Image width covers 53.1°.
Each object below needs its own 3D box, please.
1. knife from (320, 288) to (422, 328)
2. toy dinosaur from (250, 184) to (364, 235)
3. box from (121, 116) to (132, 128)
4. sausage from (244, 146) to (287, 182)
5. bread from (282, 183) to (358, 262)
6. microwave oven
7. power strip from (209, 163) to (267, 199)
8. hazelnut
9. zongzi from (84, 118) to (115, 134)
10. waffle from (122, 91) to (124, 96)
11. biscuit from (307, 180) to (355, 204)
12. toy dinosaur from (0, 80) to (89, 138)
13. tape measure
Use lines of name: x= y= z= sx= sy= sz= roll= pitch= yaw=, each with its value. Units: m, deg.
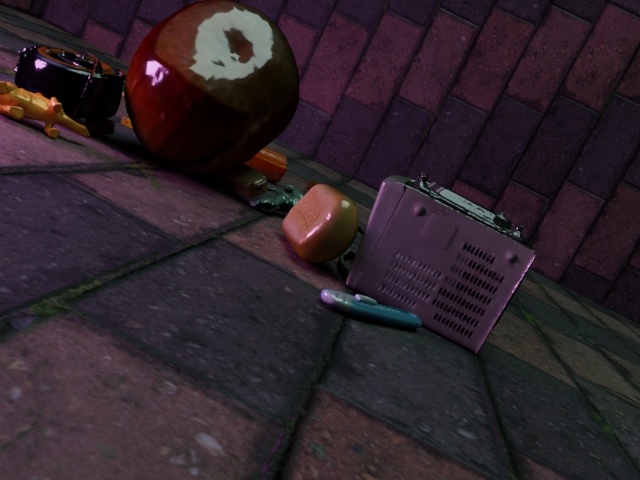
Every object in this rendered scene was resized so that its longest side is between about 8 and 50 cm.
knife: x=0.090 y=0.112 z=1.060 sx=0.222 sy=0.031 sz=0.064 roll=19 pitch=9 yaw=-38
toy dinosaur: x=-0.025 y=-0.081 z=1.588 sx=0.383 sy=0.076 sz=0.129 roll=8 pitch=30 yaw=-39
box: x=-0.446 y=-0.288 z=1.709 sx=0.155 sy=0.023 sz=0.087 roll=26 pitch=13 yaw=-5
sausage: x=-0.249 y=-0.264 z=1.885 sx=0.312 sy=0.093 sz=0.093 roll=21 pitch=12 yaw=-29
bread: x=0.006 y=-0.028 z=1.244 sx=0.098 sy=0.147 sz=0.217 roll=46 pitch=4 yaw=-20
microwave oven: x=0.238 y=0.010 z=1.329 sx=0.333 sy=0.247 sz=0.394 roll=26 pitch=10 yaw=5
power strip: x=-0.222 y=-0.166 z=1.525 sx=0.064 sy=0.044 sz=0.305 roll=-29 pitch=42 yaw=-32
hazelnut: x=-0.239 y=-0.332 z=1.450 sx=0.359 sy=0.409 sz=0.359 roll=34 pitch=-29 yaw=22
zongzi: x=-0.502 y=-0.252 z=1.393 sx=0.076 sy=0.040 sz=0.083 roll=24 pitch=26 yaw=21
waffle: x=-0.659 y=-0.495 z=2.203 sx=0.078 sy=0.016 sz=0.085 roll=28 pitch=10 yaw=6
biscuit: x=0.038 y=-0.156 z=2.233 sx=0.187 sy=0.027 sz=0.188 roll=27 pitch=9 yaw=-5
toy dinosaur: x=-0.562 y=-0.257 z=1.172 sx=0.288 sy=0.070 sz=0.117 roll=24 pitch=-1 yaw=-34
tape measure: x=-0.526 y=-0.336 z=1.356 sx=0.223 sy=0.135 sz=0.202 roll=29 pitch=21 yaw=32
